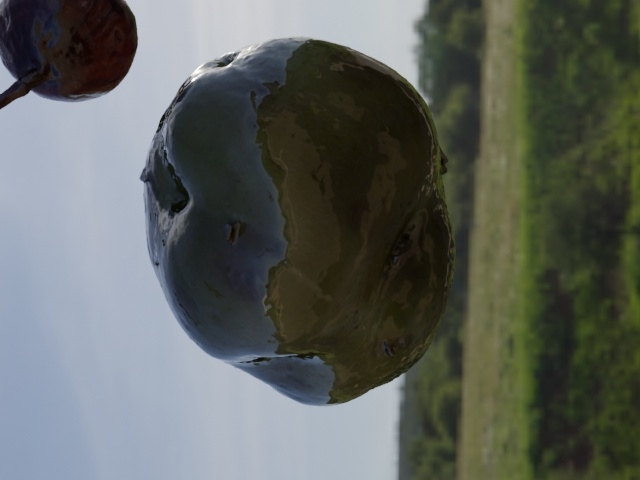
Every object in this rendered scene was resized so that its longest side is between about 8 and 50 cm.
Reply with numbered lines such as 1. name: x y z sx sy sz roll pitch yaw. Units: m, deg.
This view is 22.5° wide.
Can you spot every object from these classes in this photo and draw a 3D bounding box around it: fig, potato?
1. fig: -0.235 -0.180 1.400 0.150 0.128 0.128 -10 -77 -50
2. potato: -0.003 0.002 1.125 0.351 0.202 0.218 51 -135 -58
